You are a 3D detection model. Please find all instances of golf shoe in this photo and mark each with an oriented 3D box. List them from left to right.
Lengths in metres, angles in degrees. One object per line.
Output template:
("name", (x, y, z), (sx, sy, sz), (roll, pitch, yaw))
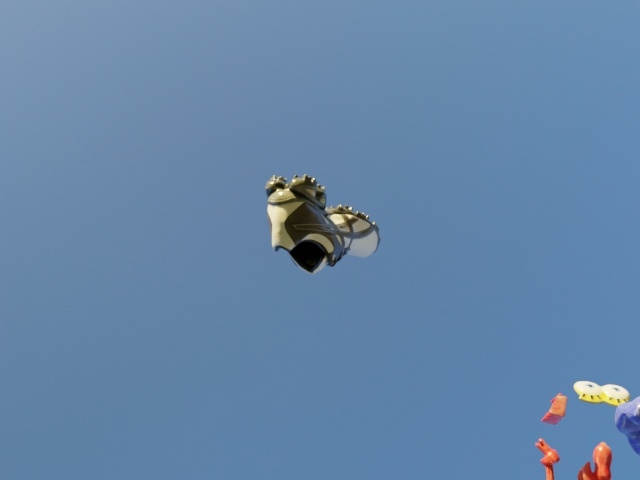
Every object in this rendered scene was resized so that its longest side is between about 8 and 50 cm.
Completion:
("golf shoe", (0.000, 0.000, 0.971), (0.198, 0.077, 0.094), (28, -118, -50))

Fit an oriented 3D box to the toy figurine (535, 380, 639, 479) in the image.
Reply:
("toy figurine", (0.407, 0.234, 0.838), (0.362, 0.217, 0.191), (17, -114, 9))
